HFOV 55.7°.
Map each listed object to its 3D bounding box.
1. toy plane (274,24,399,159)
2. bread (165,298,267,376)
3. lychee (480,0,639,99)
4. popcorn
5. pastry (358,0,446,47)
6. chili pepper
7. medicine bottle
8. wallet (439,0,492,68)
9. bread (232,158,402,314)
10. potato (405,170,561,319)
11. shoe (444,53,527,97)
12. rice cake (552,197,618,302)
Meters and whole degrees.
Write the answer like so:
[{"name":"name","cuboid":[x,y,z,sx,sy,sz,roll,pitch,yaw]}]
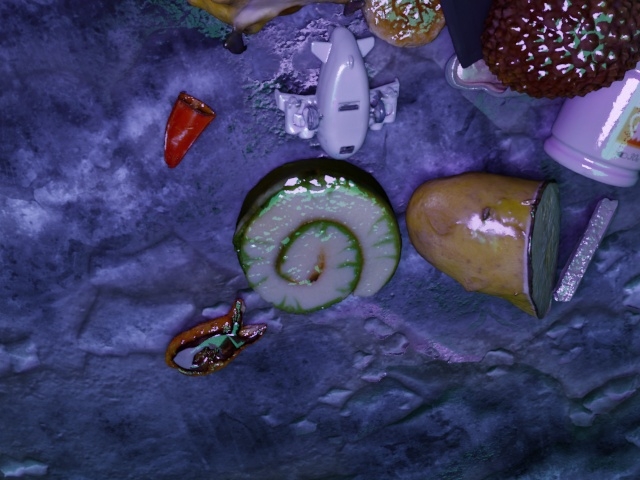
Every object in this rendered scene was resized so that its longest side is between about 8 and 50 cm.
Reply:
[{"name":"toy plane","cuboid":[0.040,-0.292,1.219,0.267,0.122,0.266,-9,119,-16]},{"name":"bread","cuboid":[-0.269,0.254,1.540,0.269,0.095,0.139,-35,116,2]},{"name":"lychee","cuboid":[0.425,-0.360,1.034,0.268,0.267,0.267,0,119,0]},{"name":"popcorn","cuboid":[-0.094,-0.492,1.047,0.316,0.297,0.280,-25,96,-29]},{"name":"pastry","cuboid":[0.168,-0.466,1.140,0.182,0.093,0.192,27,114,-18]},{"name":"chili pepper","cuboid":[-0.295,-0.222,1.293,0.088,0.065,0.169,34,119,0]},{"name":"medicine bottle","cuboid":[0.596,-0.284,1.182,0.202,0.202,0.315,14,118,-8]},{"name":"wallet","cuboid":[0.363,-0.496,1.105,0.323,0.041,0.247,-32,127,-1]},{"name":"bread","cuboid":[0.000,0.000,1.375,0.382,0.129,0.366,26,113,-15]},{"name":"potato","cuboid":[0.362,-0.009,1.353,0.296,0.289,0.397,9,166,28]},{"name":"shoe","cuboid":[0.379,-0.337,1.211,0.251,0.100,0.103,-1,118,3]},{"name":"rice cake","cuboid":[0.604,0.024,1.383,0.049,0.055,0.269,28,86,10]}]
